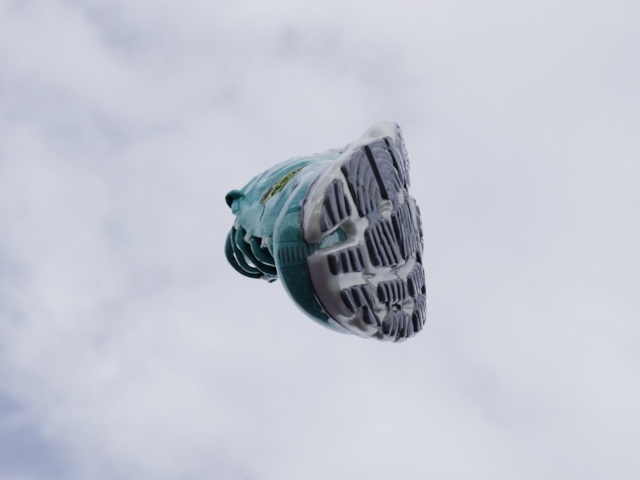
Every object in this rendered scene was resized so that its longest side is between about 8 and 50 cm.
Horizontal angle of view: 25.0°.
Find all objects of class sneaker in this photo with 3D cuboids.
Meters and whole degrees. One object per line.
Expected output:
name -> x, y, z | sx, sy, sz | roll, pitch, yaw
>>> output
sneaker -> 0.000, 0.000, 0.799 | 0.110, 0.275, 0.107 | -12, -83, 6
